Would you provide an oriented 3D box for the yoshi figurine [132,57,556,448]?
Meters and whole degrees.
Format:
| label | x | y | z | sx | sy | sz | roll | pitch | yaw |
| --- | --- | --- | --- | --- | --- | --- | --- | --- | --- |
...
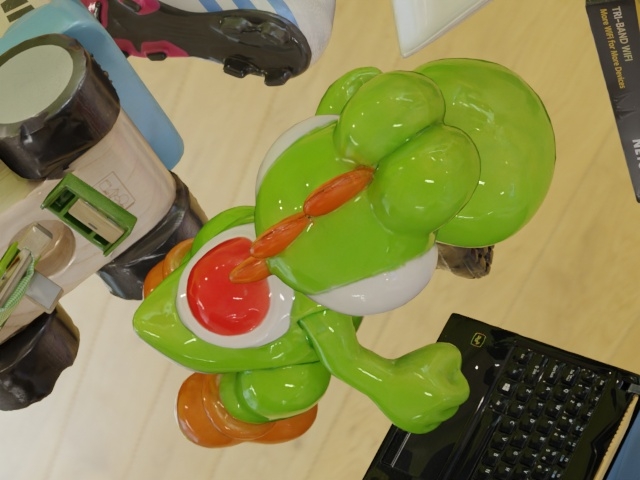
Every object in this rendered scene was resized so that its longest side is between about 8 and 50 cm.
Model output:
| label | x | y | z | sx | sy | sz | roll | pitch | yaw |
| --- | --- | --- | --- | --- | --- | --- | --- | --- | --- |
| yoshi figurine | 0.026 | 0.002 | 0.942 | 0.203 | 0.203 | 0.362 | 30 | 148 | -10 |

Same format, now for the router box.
| label | x | y | z | sx | sy | sz | roll | pitch | yaw |
| --- | --- | --- | --- | --- | --- | --- | --- | --- | --- |
| router box | 0.445 | -0.188 | 1.690 | 0.243 | 0.081 | 0.309 | -8 | 134 | 20 |

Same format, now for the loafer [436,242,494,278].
| label | x | y | z | sx | sy | sz | roll | pitch | yaw |
| --- | --- | --- | --- | --- | --- | --- | --- | --- | --- |
| loafer | 0.115 | -0.022 | 1.577 | 0.078 | 0.076 | 0.223 | 0 | 154 | 26 |

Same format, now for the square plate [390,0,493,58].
| label | x | y | z | sx | sy | sz | roll | pitch | yaw |
| --- | --- | --- | --- | --- | --- | --- | --- | --- | --- |
| square plate | 0.213 | -0.445 | 1.912 | 0.347 | 0.049 | 0.344 | -30 | 55 | 38 |

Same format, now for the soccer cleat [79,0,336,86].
| label | x | y | z | sx | sy | sz | roll | pitch | yaw |
| --- | --- | --- | --- | --- | --- | --- | --- | --- | --- |
| soccer cleat | -0.140 | -0.254 | 1.587 | 0.331 | 0.143 | 0.116 | 18 | 137 | 12 |

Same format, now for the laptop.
| label | x | y | z | sx | sy | sz | roll | pitch | yaw |
| --- | --- | --- | --- | --- | --- | --- | --- | --- | --- |
| laptop | 0.124 | 0.155 | 1.022 | 0.264 | 0.234 | 0.136 | 18 | 159 | 36 |

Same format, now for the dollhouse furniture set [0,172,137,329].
| label | x | y | z | sx | sy | sz | roll | pitch | yaw |
| --- | --- | --- | --- | --- | --- | --- | --- | --- | --- |
| dollhouse furniture set | -0.181 | 0.028 | 0.996 | 0.058 | 0.152 | 0.076 | 37 | 134 | -14 |

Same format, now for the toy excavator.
| label | x | y | z | sx | sy | sz | roll | pitch | yaw |
| --- | --- | --- | --- | --- | --- | --- | --- | --- | --- |
| toy excavator | -0.255 | -0.145 | 1.327 | 0.445 | 0.433 | 0.222 | 47 | 174 | 44 |
